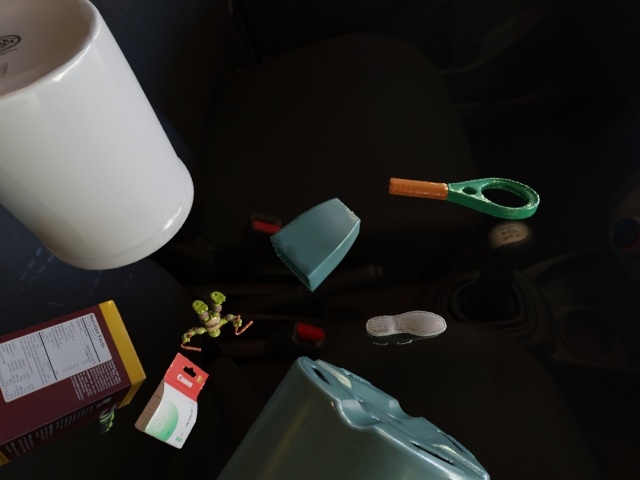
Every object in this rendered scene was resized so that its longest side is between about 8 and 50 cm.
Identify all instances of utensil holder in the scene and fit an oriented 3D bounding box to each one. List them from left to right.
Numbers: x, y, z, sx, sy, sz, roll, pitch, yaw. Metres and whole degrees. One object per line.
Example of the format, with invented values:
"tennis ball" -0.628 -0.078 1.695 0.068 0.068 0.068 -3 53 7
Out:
"utensil holder" -0.453 -0.181 0.747 0.326 0.386 0.328 -2 56 3

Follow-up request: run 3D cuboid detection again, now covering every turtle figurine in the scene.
"turtle figurine" -0.382 0.282 1.490 0.269 0.218 0.087 -14 45 -21

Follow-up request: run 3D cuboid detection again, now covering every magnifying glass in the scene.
"magnifying glass" 0.225 -0.075 0.652 0.230 0.026 0.092 5 39 6

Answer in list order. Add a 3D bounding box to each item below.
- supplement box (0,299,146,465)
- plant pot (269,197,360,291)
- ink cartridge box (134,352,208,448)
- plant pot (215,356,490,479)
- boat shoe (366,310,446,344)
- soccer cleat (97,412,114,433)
"supplement box" -0.390 0.210 0.603 0.194 0.191 0.129 -19 72 -39
"plant pot" 0.000 0.000 1.229 0.234 0.166 0.165 -41 73 -13
"ink cartridge box" -0.424 0.483 1.238 0.056 0.181 0.225 9 56 30
"plant pot" 0.000 0.342 0.467 0.340 0.341 0.334 27 84 15
"boat shoe" 0.136 0.144 0.658 0.125 0.038 0.046 -7 41 3
"soccer cleat" -0.682 0.534 1.293 0.072 0.179 0.060 12 22 -33
